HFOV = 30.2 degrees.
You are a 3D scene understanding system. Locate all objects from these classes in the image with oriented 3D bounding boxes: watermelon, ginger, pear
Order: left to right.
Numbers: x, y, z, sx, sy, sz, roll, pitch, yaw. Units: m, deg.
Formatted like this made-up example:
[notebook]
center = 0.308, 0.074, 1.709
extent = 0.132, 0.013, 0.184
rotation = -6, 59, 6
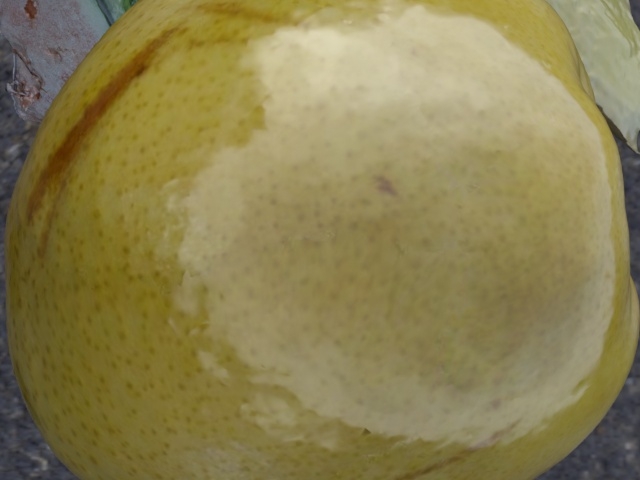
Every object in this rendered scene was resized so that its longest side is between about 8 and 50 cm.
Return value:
[watermelon]
center = -0.276, -0.261, 1.295
extent = 0.180, 0.305, 0.224
rotation = -16, 47, -13
[pear]
center = 0.000, 0.000, 0.592
extent = 0.314, 0.314, 0.315
rotation = 7, 78, -32
[ginger]
center = 0.148, -0.153, 0.826
extent = 0.193, 0.122, 0.115
rotation = 47, 62, -30
